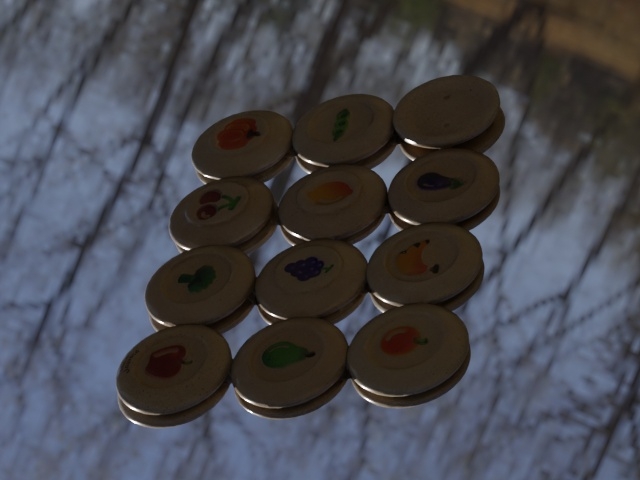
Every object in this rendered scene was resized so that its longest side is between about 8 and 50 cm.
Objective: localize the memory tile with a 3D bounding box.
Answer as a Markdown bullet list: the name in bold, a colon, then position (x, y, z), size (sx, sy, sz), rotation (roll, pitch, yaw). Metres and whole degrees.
- **memory tile**: position (0.000, 0.000, 0.618), size (0.113, 0.012, 0.148), rotation (-5, -140, 17)
